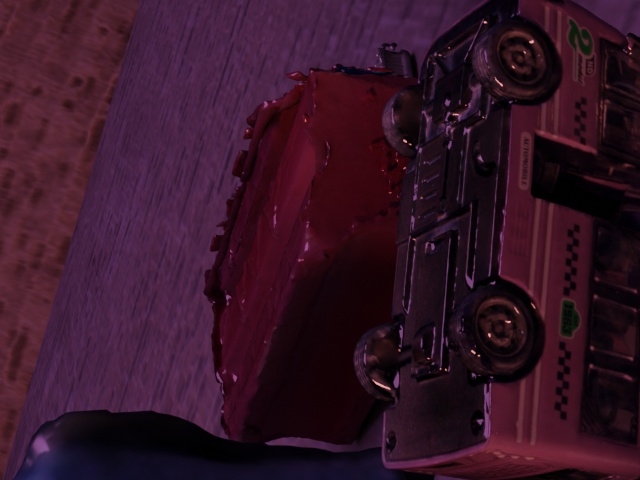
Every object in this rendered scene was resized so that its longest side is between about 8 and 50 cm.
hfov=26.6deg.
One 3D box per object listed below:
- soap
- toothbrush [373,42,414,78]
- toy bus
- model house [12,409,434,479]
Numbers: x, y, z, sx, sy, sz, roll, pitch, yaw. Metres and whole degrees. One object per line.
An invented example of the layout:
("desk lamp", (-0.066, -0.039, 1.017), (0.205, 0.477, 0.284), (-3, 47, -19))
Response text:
("soap", (0.000, 0.000, 0.792), (0.250, 0.099, 0.162), (111, 161, -49))
("toothbrush", (0.056, -0.034, 0.835), (0.288, 0.024, 0.021), (-94, 24, -47))
("toy bus", (0.087, 0.001, 0.567), (0.096, 0.108, 0.198), (-29, 50, 61))
("model house", (-0.038, 0.245, 0.553), (0.303, 0.216, 0.237), (-114, 36, -61))
